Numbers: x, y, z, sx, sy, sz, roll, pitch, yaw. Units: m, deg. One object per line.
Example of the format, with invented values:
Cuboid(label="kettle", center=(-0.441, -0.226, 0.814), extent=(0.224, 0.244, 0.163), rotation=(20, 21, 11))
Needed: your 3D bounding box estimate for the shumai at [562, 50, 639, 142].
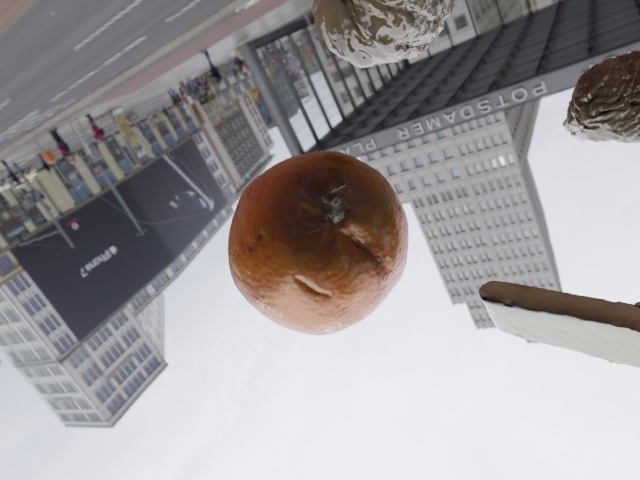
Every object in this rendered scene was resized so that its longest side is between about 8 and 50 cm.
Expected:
Cuboid(label="shumai", center=(0.561, -0.249, 0.944), extent=(0.205, 0.167, 0.175), rotation=(2, 170, -2))

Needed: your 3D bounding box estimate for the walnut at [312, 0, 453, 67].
Cuboid(label="walnut", center=(0.090, -0.324, 0.678), extent=(0.178, 0.178, 0.230), rotation=(-7, -170, 43))

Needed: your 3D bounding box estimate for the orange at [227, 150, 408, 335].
Cuboid(label="orange", center=(0.000, 0.000, 0.588), extent=(0.224, 0.224, 0.170), rotation=(-34, 167, -19))

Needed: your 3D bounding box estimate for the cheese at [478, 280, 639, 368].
Cuboid(label="cheese", center=(0.329, 0.095, 0.409), extent=(0.400, 0.085, 0.034), rotation=(9, -121, 45))
